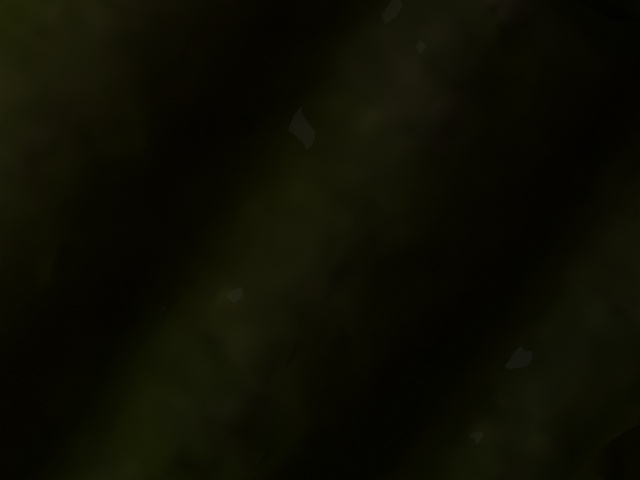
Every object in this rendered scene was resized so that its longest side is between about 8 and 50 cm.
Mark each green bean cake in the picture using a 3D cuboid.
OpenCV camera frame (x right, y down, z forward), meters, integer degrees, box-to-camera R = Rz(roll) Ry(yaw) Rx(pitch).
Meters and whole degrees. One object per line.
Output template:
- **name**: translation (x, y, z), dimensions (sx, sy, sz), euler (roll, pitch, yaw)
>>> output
- **green bean cake**: translation (0.000, 0.000, 0.493), dimensions (0.218, 0.319, 0.335), euler (-55, 17, 9)
